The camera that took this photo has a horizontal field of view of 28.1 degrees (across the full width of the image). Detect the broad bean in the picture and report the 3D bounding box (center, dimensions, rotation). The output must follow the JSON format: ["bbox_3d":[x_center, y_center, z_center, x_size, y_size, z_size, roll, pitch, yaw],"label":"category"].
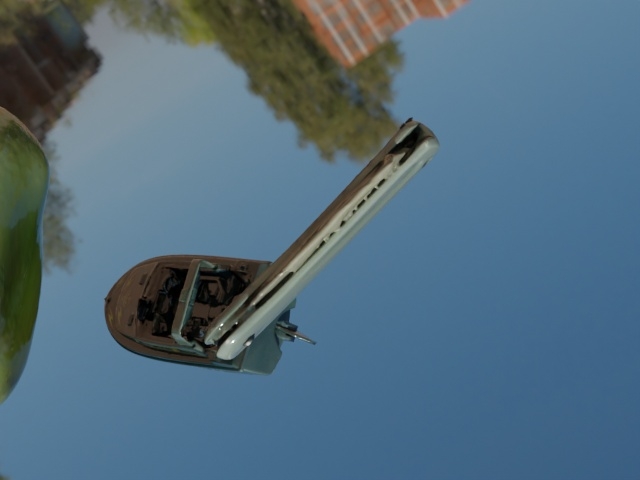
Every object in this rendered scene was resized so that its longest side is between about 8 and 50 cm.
[{"bbox_3d":[-0.245,0.016,0.907,0.169,0.100,0.228,-79,-174,-56],"label":"broad bean"}]

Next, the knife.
[{"bbox_3d":[0.000,0.000,0.661,0.162,0.023,0.044,-45,173,2],"label":"knife"}]

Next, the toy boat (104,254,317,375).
[{"bbox_3d":[-0.116,0.057,1.060,0.246,0.103,0.093,2,-107,51],"label":"toy boat"}]
